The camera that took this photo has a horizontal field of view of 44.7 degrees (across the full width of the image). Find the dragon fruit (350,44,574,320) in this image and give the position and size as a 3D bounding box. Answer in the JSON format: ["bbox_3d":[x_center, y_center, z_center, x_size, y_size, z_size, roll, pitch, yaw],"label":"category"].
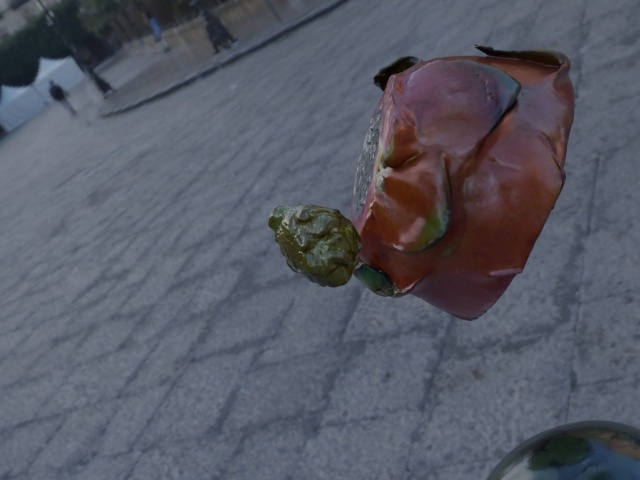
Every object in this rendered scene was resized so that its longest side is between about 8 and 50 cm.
[{"bbox_3d":[0.122,-0.064,0.794,0.290,0.189,0.290,16,-90,-89],"label":"dragon fruit"}]

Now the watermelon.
[{"bbox_3d":[0.231,0.260,0.658,0.212,0.212,0.212,-29,20,12],"label":"watermelon"}]

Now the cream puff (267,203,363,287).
[{"bbox_3d":[0.000,0.000,0.623,0.058,0.083,0.083,-26,-7,-21],"label":"cream puff"}]
